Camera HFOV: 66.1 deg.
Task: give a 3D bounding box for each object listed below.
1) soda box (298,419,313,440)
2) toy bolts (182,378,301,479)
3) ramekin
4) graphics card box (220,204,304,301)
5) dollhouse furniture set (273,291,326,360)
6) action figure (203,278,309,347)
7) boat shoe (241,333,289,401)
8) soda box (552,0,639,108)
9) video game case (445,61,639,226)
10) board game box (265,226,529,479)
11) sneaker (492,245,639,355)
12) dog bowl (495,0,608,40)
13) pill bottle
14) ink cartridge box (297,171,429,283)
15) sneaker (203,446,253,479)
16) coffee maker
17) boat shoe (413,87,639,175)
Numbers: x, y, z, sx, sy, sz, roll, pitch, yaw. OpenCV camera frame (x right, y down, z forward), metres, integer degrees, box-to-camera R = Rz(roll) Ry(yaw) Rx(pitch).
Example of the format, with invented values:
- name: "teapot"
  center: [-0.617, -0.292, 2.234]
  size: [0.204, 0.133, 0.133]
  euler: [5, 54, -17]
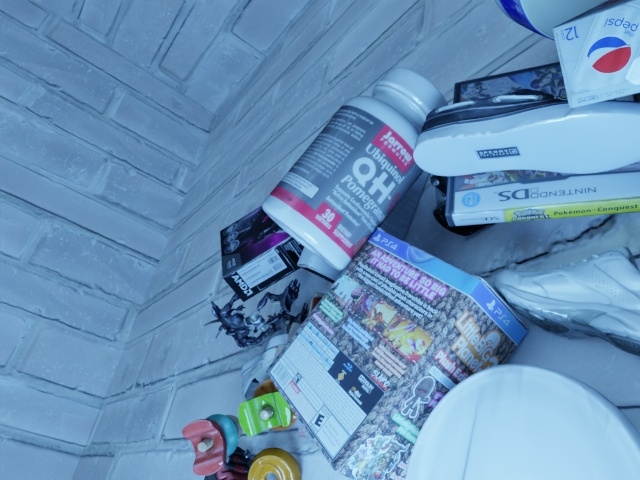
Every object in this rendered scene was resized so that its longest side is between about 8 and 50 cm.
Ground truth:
- name: "soda box"
  center: [0.036, 0.292, 0.867]
  size: [0.183, 0.058, 0.063]
  euler: [-41, 32, 33]
- name: "toy bolts"
  center: [-0.134, 0.399, 0.983]
  size: [0.228, 0.158, 0.218]
  euler: [-16, 81, 10]
- name: "ramekin"
  center: [0.219, 0.270, 0.485]
  size: [0.273, 0.127, 0.273]
  euler: [-41, 33, 35]
- name: "graphics card box"
  center: [-0.062, -0.035, 1.171]
  size: [0.371, 0.094, 0.233]
  euler: [-32, 31, 6]
- name: "dollhouse furniture set"
  center: [-0.007, 0.168, 0.943]
  size: [0.129, 0.128, 0.184]
  euler: [119, 163, -55]
- name: "action figure"
  center: [-0.150, 0.175, 1.196]
  size: [0.275, 0.164, 0.141]
  euler: [-14, 25, 33]
- name: "boat shoe"
  center: [-0.104, 0.287, 1.085]
  size: [0.267, 0.096, 0.088]
  euler: [-38, 38, 40]
- name: "soda box"
  center: [0.375, -0.245, 0.575]
  size: [0.098, 0.091, 0.286]
  euler: [-4, 23, 47]
- name: "video game case"
  center: [0.313, -0.149, 0.707]
  size: [0.248, 0.035, 0.275]
  euler: [-4, 56, 27]
- name: "board game box"
  center: [0.098, 0.161, 0.710]
  size: [0.291, 0.141, 0.232]
  euler: [-51, 33, -3]
- name: "sneaker"
  center: [0.318, 0.058, 0.582]
  size: [0.232, 0.090, 0.115]
  euler: [14, 70, 54]
- name: "dog bowl"
  center: [0.389, -0.437, 0.721]
  size: [0.265, 0.265, 0.104]
  euler: [-48, 31, 24]
- name: "pill bottle"
  center: [0.066, -0.122, 0.815]
  size: [0.318, 0.176, 0.176]
  euler: [-51, 26, -4]
- name: "ink cartridge box"
  center: [0.104, -0.080, 0.978]
  size: [0.069, 0.175, 0.371]
  euler: [3, 67, 63]
- name: "sneaker"
  center: [-0.177, 0.534, 0.966]
  size: [0.135, 0.097, 0.276]
  euler: [-59, 24, 4]
- name: "coffee maker"
  center: [0.265, -0.121, 0.830]
  size: [0.171, 0.120, 0.178]
  euler: [-17, 45, 19]
- name: "boat shoe"
  center: [0.273, -0.151, 0.643]
  size: [0.301, 0.108, 0.102]
  euler: [-1, 58, 37]
